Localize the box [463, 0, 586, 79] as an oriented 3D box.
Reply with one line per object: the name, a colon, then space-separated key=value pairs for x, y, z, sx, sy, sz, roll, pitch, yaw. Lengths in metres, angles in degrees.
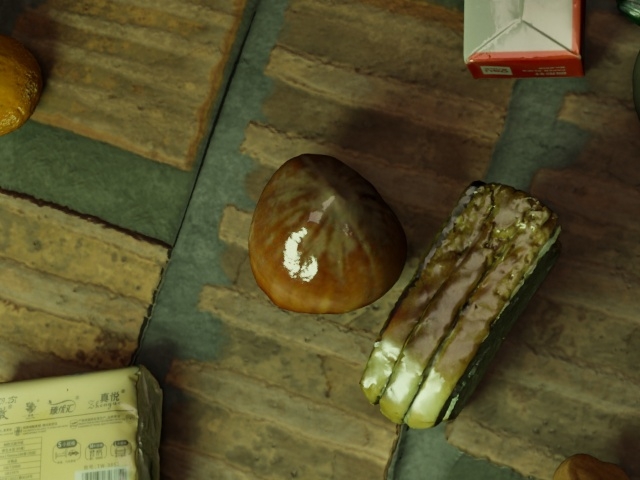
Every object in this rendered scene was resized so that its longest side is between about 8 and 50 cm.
box: x=0.229 y=-0.275 z=1.228 sx=0.133 sy=0.099 sz=0.182 roll=-1 pitch=84 yaw=15

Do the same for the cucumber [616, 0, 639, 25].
cucumber: x=0.395 y=-0.242 z=1.218 sx=0.168 sy=0.039 sz=0.039 roll=18 pitch=87 yaw=11

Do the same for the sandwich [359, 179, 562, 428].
sandwich: x=0.144 y=0.072 z=1.111 sx=0.095 sy=0.273 sz=0.249 roll=33 pitch=92 yaw=14

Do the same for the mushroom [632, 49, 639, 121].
mushroom: x=0.394 y=-0.162 z=1.168 sx=0.117 sy=0.141 sz=0.188 roll=-1 pitch=94 yaw=43

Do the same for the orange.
orange: x=-0.411 y=-0.191 z=1.345 sx=0.135 sy=0.117 sz=0.135 roll=-1 pitch=88 yaw=17

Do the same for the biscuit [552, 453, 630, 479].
biscuit: x=0.312 y=0.380 z=1.089 sx=0.202 sy=0.047 sz=0.334 roll=-25 pitch=79 yaw=-35

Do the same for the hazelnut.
hazelnut: x=0.000 y=0.000 z=1.202 sx=0.182 sy=0.182 sz=0.182 roll=-2 pitch=82 yaw=12

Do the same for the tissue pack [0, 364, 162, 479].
tissue pack: x=-0.293 y=0.246 z=1.259 sx=0.222 sy=0.090 sz=0.186 roll=-11 pitch=64 yaw=12
